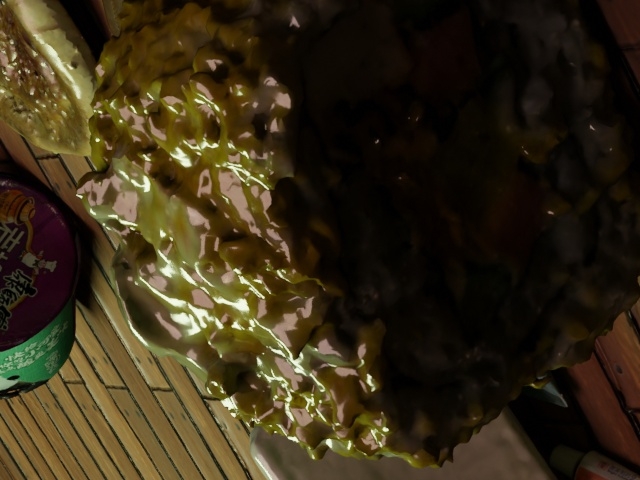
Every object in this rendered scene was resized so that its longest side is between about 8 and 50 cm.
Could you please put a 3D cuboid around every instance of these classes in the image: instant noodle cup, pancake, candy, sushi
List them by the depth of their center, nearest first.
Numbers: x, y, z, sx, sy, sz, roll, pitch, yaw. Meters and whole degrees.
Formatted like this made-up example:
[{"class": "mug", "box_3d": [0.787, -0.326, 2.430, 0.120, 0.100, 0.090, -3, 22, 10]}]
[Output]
[{"class": "sushi", "box_3d": [0.028, -0.042, 1.270, 0.240, 0.351, 0.396, 10, 132, 51]}, {"class": "candy", "box_3d": [0.111, 0.251, 1.589, 0.359, 0.208, 0.145, 54, 176, -3]}, {"class": "pancake", "box_3d": [-0.345, -0.235, 1.906, 0.356, 0.065, 0.356, 40, 152, 27]}, {"class": "instant noodle cup", "box_3d": [-0.399, 0.068, 2.164, 0.251, 0.251, 0.190, 41, 158, 20]}]

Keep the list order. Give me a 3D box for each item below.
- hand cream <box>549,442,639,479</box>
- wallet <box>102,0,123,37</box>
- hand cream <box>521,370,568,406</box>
[{"class": "hand cream", "box_3d": [0.288, 0.229, 1.539, 0.216, 0.038, 0.052, 27, 170, 33]}, {"class": "wallet", "box_3d": [-0.112, -0.197, 1.639, 0.255, 0.031, 0.137, 27, 142, 38]}, {"class": "hand cream", "box_3d": [0.104, 0.016, 1.530, 0.111, 0.070, 0.312, 8, 133, 60]}]
